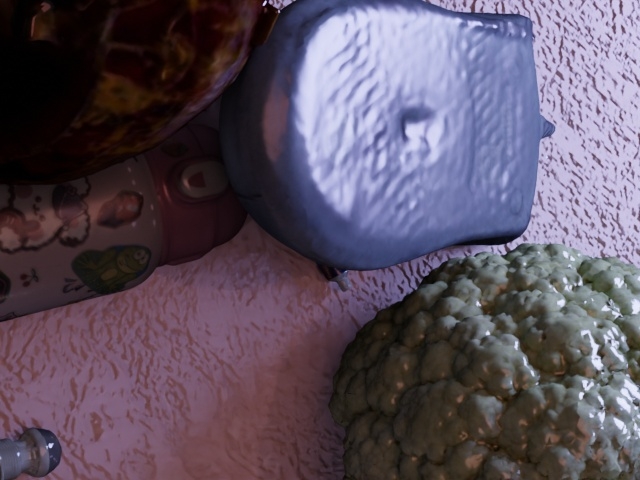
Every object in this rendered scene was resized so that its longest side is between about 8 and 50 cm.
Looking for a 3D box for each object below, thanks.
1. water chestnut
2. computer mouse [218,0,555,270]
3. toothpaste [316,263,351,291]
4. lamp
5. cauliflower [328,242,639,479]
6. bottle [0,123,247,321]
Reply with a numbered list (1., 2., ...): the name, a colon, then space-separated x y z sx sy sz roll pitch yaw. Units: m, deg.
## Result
1. water chestnut: -0.194 -0.189 1.093 0.350 0.350 0.302 60 32 -6
2. computer mouse: 0.043 -0.079 1.296 0.371 0.122 0.188 -3 96 -51
3. toothpaste: 0.000 0.000 1.358 0.027 0.019 0.083 -30 92 -1
4. lamp: -0.248 0.157 1.238 0.163 0.091 0.091 -9 89 -35
5. cauliflower: 0.148 0.145 1.302 0.275 0.272 0.250 -22 125 -5
6. bottle: -0.172 -0.016 1.248 0.253 0.120 0.120 -15 91 -18
